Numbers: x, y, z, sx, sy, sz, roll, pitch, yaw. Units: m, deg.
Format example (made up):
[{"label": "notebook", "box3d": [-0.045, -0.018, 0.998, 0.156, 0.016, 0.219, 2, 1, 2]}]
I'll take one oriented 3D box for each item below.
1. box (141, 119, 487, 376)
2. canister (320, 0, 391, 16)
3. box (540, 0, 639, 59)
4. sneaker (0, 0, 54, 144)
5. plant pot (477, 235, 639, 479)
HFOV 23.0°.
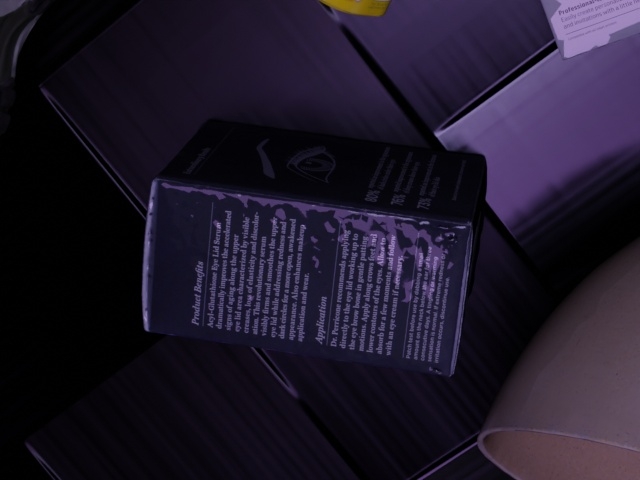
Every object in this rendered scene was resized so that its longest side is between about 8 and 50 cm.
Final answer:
[{"label": "box", "box3d": [0.000, 0.000, 1.046, 0.207, 0.153, 0.108, 8, 110, 8]}, {"label": "canister", "box3d": [0.025, -0.241, 0.986, 0.126, 0.073, 0.170, 40, 117, 30]}, {"label": "box", "box3d": [0.191, -0.227, 1.000, 0.145, 0.038, 0.186, -18, 103, 14]}, {"label": "sneaker", "box3d": [-0.269, -0.201, 1.040, 0.182, 0.158, 0.410, 35, 106, 15]}, {"label": "plant pot", "box3d": [0.264, 0.087, 0.994, 0.284, 0.284, 0.191, 21, 75, 2]}]
